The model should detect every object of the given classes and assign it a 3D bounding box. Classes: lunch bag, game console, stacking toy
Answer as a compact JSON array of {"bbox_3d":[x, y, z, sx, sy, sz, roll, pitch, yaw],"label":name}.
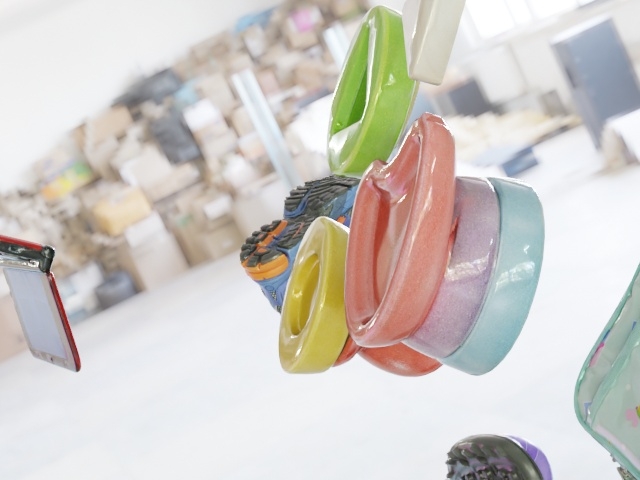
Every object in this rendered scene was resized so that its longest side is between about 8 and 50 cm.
[{"bbox_3d":[0.341,0.095,1.267,0.224,0.108,0.279,43,110,51],"label":"lunch bag"},{"bbox_3d":[-0.241,0.039,1.076,0.124,0.085,0.144,14,-5,-24],"label":"game console"},{"bbox_3d":[0.086,-0.033,1.045,0.130,0.280,0.309,14,-10,-13],"label":"stacking toy"}]

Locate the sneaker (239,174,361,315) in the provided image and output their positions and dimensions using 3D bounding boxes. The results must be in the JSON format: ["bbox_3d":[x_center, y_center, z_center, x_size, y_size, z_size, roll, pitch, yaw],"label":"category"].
[{"bbox_3d":[0.000,0.000,1.416,0.083,0.087,0.221,-1,28,37],"label":"sneaker"}]

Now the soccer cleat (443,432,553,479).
[{"bbox_3d":[0.191,0.251,1.529,0.116,0.109,0.318,-25,-17,-18],"label":"soccer cleat"}]
